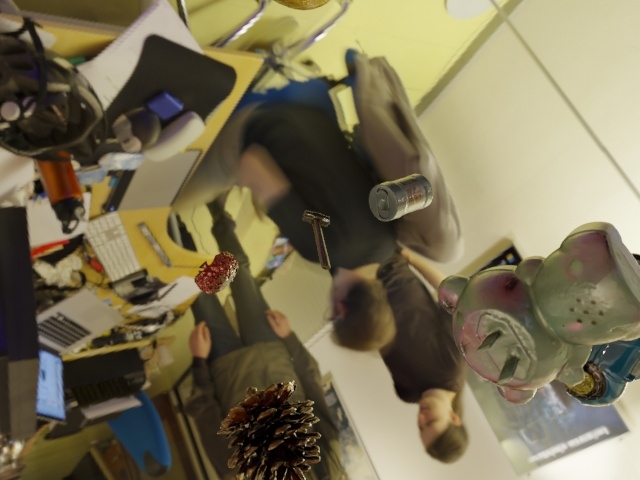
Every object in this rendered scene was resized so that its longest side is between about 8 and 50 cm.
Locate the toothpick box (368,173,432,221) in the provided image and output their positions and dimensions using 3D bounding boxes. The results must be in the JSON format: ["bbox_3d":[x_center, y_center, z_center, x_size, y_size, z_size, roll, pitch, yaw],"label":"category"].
[{"bbox_3d":[0.216,-0.117,1.588,0.153,0.101,0.101,-20,160,-39],"label":"toothpick box"}]

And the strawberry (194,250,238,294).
[{"bbox_3d":[-0.303,0.098,1.753,0.145,0.086,0.145,-50,172,-10],"label":"strawberry"}]

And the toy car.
[{"bbox_3d":[0.560,0.178,1.076,0.198,0.166,0.314,-30,139,-48],"label":"toy car"}]

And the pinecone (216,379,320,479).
[{"bbox_3d":[-0.116,0.468,1.387,0.264,0.264,0.264,-23,158,-10],"label":"pinecone"}]

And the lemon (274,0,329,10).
[{"bbox_3d":[-0.041,-0.495,1.030,0.170,0.170,0.207,-38,140,28],"label":"lemon"}]

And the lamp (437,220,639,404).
[{"bbox_3d":[0.345,0.125,0.926,0.301,0.247,0.247,-34,-179,34],"label":"lamp"}]

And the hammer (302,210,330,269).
[{"bbox_3d":[0.000,0.000,2.362,0.111,0.365,0.043,15,122,-18],"label":"hammer"}]
